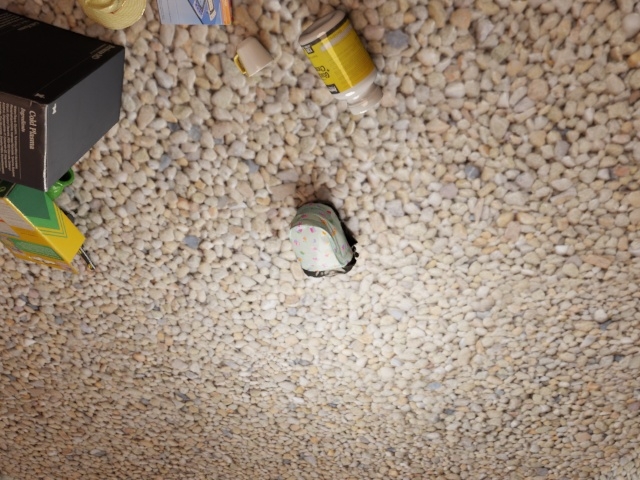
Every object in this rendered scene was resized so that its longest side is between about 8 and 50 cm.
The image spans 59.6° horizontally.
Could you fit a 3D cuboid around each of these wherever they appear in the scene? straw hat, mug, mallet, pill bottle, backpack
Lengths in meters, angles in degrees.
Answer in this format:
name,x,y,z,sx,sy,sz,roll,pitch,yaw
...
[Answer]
name,x,y,z,sx,sy,sz,roll,pitch,yaw
straw hat,-0.418,-0.470,1.078,0.145,0.061,0.144,3,127,4
mug,-0.142,-0.368,1.119,0.078,0.062,0.064,-28,110,17
mallet,-0.638,0.004,1.473,0.063,0.039,0.189,-12,128,20
pill bottle,0.046,-0.341,1.086,0.103,0.103,0.184,-25,119,23
backpack,0.000,0.000,1.336,0.152,0.115,0.181,-10,122,17

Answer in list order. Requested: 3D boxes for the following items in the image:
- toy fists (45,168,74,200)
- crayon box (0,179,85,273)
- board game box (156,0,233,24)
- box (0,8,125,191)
name,x,y,z,sx,sy,sz,roll,pitch,yaw
toy fists,-0.715,-0.202,1.291,0.142,0.096,0.279,-20,123,25
crayon box,-0.705,-0.052,1.313,0.203,0.083,0.322,12,150,15
board game box,-0.247,-0.543,1.023,0.145,0.027,0.281,3,126,7
box,-0.590,-0.285,1.060,0.313,0.343,0.178,16,125,-4
